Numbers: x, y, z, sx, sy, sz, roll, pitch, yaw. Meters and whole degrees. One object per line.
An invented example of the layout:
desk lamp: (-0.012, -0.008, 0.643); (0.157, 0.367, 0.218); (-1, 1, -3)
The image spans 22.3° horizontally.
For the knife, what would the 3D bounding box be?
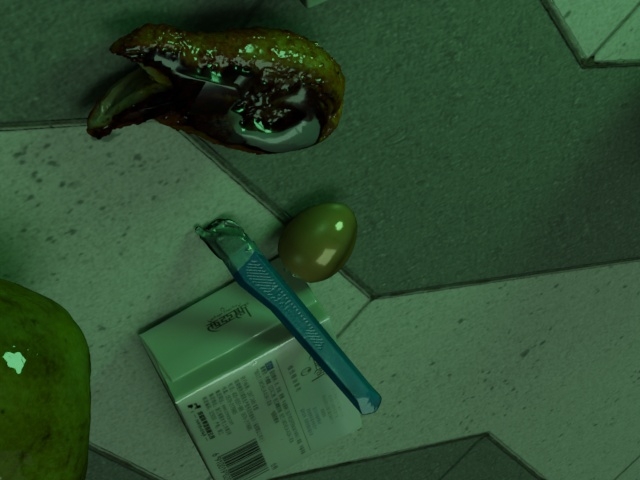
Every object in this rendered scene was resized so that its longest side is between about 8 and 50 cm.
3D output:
knife: (-0.032, 0.085, 1.805); (0.044, 0.026, 0.296); (-42, 105, -12)

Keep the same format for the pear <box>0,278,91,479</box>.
pear: (-0.374, 0.177, 1.567); (0.304, 0.304, 0.304); (-22, 146, -16)

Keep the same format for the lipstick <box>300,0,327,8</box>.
lipstick: (0.112, -0.315, 1.525); (0.317, 0.066, 0.068); (-24, 147, -13)

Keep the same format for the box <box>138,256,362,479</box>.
box: (-0.078, 0.169, 1.950); (0.203, 0.116, 0.274); (-29, 146, -7)

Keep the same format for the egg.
egg: (0.000, 0.000, 1.830); (0.096, 0.080, 0.080); (-42, 147, 19)

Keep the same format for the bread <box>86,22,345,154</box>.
bread: (-0.091, -0.150, 1.558); (0.269, 0.095, 0.139); (7, 129, -27)
